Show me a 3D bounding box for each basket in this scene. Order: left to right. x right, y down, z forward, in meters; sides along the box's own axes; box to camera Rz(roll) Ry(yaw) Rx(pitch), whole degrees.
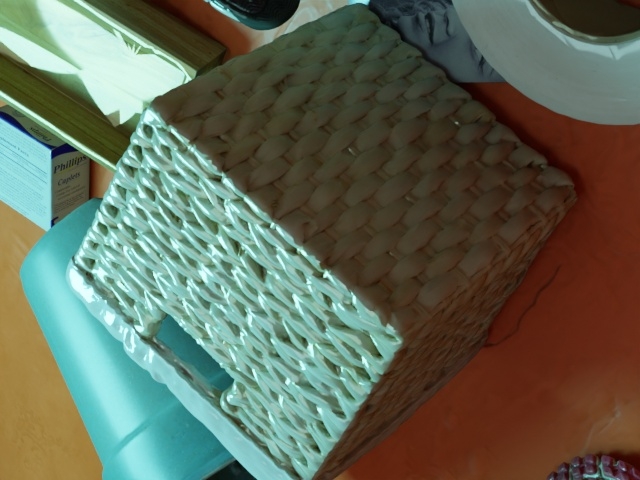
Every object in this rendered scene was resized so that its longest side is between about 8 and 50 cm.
[{"bbox_3d":[0.000,0.000,1.145,0.328,0.331,0.266,43,136,15],"label":"basket"}]

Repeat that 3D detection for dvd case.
[{"bbox_3d":[0.114,-0.229,1.150,0.221,0.018,0.164,5,116,41],"label":"dvd case"}]

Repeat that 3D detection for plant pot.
[{"bbox_3d":[-0.154,0.119,1.388,0.334,0.341,0.341,57,138,13],"label":"plant pot"}]

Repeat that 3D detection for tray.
[{"bbox_3d":[-0.319,-0.242,1.449,0.411,0.076,0.203,32,132,9],"label":"tray"}]

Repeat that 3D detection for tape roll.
[{"bbox_3d":[0.239,-0.239,0.955,0.286,0.100,0.286,18,123,31],"label":"tape roll"}]

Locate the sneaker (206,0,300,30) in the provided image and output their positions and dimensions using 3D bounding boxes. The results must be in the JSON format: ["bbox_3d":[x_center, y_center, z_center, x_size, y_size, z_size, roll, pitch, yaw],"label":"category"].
[{"bbox_3d":[-0.103,-0.302,1.232,0.281,0.106,0.162,52,180,17],"label":"sneaker"}]

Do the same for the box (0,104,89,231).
[{"bbox_3d":[-0.375,-0.101,1.635,0.126,0.072,0.137,31,131,28],"label":"box"}]

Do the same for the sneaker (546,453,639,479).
[{"bbox_3d":[0.255,0.325,1.274,0.112,0.121,0.299,28,135,-10],"label":"sneaker"}]
